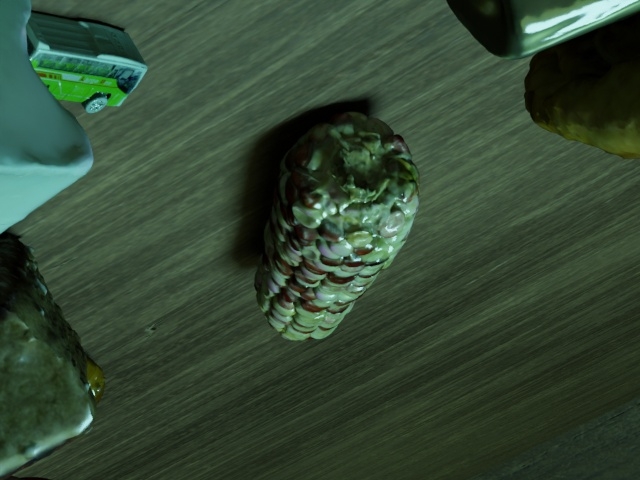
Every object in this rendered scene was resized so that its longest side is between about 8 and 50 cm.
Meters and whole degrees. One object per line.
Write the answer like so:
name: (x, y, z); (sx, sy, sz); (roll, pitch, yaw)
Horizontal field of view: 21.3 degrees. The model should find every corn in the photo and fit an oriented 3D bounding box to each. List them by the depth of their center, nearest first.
corn: (0.000, 0.000, 1.132); (0.092, 0.092, 0.280); (-18, 165, -17)

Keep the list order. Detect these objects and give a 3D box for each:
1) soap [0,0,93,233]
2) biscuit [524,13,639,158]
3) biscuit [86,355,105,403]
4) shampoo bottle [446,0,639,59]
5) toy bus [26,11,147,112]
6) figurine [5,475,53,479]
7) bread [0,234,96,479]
soap: (-0.288, 0.003, 0.690); (0.347, 0.115, 0.208); (-31, 162, 27)
biscuit: (0.258, -0.132, 0.855); (0.289, 0.081, 0.334); (6, -149, 47)
biscuit: (-0.306, 0.159, 1.302); (0.305, 0.038, 0.305); (-21, 164, -6)
shampoo bottle: (0.226, -0.186, 0.795); (0.350, 0.084, 0.125); (-23, -153, -8)
toy bus: (-0.118, -0.084, 0.796); (0.037, 0.031, 0.083); (-42, 157, 26)
figurine: (-0.275, 0.273, 1.309); (0.270, 0.261, 0.211); (-13, 134, -26)
bread: (-0.328, 0.137, 0.935); (0.417, 0.113, 0.165); (-28, -168, -6)
